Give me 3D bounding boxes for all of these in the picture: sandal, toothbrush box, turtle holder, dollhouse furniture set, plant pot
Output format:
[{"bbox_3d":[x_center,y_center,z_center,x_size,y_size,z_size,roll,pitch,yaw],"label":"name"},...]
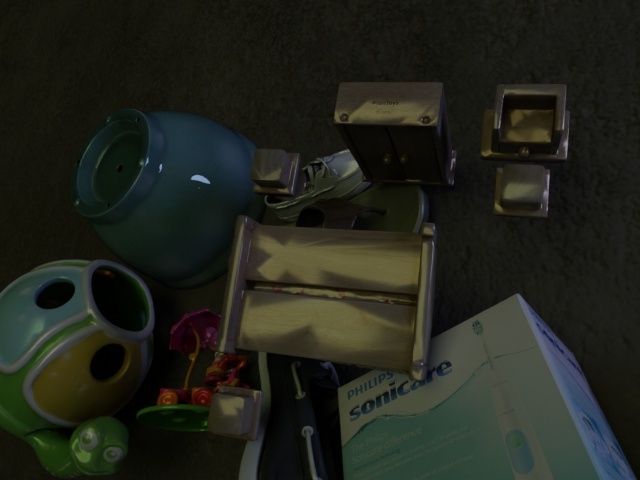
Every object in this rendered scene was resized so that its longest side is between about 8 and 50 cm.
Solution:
[{"bbox_3d":[-0.001,0.002,0.700,0.303,0.086,0.120,-21,63,18],"label":"sandal"},{"bbox_3d":[0.140,0.224,0.432,0.216,0.126,0.295,-35,33,22],"label":"toothbrush box"},{"bbox_3d":[-0.366,0.165,0.763,0.227,0.243,0.320,-38,24,17],"label":"turtle holder"},{"bbox_3d":[0.080,0.038,0.551,0.303,0.174,0.355,5,78,19],"label":"dollhouse furniture set"},{"bbox_3d":[-0.258,-0.086,0.837,0.293,0.196,0.292,-12,67,28],"label":"plant pot"}]

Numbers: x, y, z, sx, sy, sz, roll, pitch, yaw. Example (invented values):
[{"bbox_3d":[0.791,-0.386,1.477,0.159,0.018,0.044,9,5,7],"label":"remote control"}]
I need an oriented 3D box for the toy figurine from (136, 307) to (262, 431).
[{"bbox_3d":[-0.156,0.171,0.739,0.173,0.130,0.159,-5,58,8],"label":"toy figurine"}]

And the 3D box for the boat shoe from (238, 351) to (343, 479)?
[{"bbox_3d":[-0.016,0.185,0.588,0.091,0.114,0.302,-20,32,12],"label":"boat shoe"}]

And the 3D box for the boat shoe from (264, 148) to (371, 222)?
[{"bbox_3d":[0.001,-0.089,0.752,0.184,0.063,0.066,-23,61,24],"label":"boat shoe"}]
